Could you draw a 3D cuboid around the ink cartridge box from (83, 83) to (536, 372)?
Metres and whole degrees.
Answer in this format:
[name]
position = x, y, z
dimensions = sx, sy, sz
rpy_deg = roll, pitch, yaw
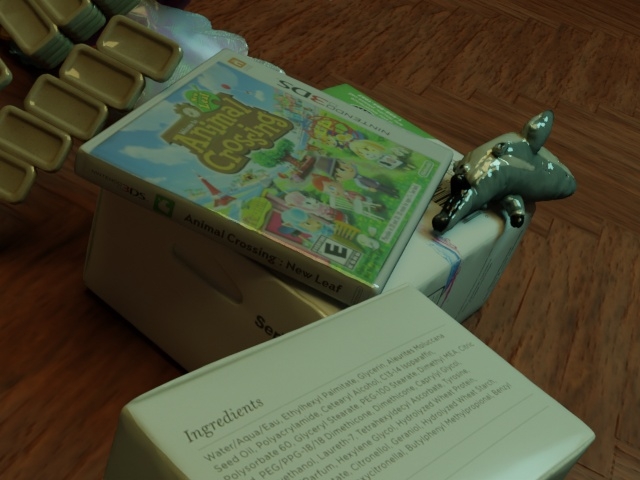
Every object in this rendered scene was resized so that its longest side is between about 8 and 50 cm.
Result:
[ink cartridge box]
position = 0.000, 0.000, 0.683
dimensions = 0.201, 0.117, 0.278
rpy_deg = 35, 35, 21

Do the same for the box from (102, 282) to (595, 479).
[box]
position = -0.002, 0.139, 0.417
dimensions = 0.119, 0.180, 0.182
rpy_deg = 40, 37, 27

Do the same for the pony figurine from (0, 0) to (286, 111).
[pony figurine]
position = -0.121, -0.248, 0.793
dimensions = 0.351, 0.363, 0.302
rpy_deg = 18, 56, -14

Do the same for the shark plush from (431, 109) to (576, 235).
[shark plush]
position = 0.136, -0.041, 0.669
dimensions = 0.161, 0.073, 0.067
rpy_deg = -28, 89, -56

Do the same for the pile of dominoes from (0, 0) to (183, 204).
[pile of dominoes]
position = -0.235, -0.109, 0.653
dimensions = 0.196, 0.251, 0.040
rpy_deg = 49, 0, 16

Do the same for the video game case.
[video game case]
position = -0.023, -0.053, 0.615
dimensions = 0.193, 0.023, 0.212
rpy_deg = 25, 33, 7
